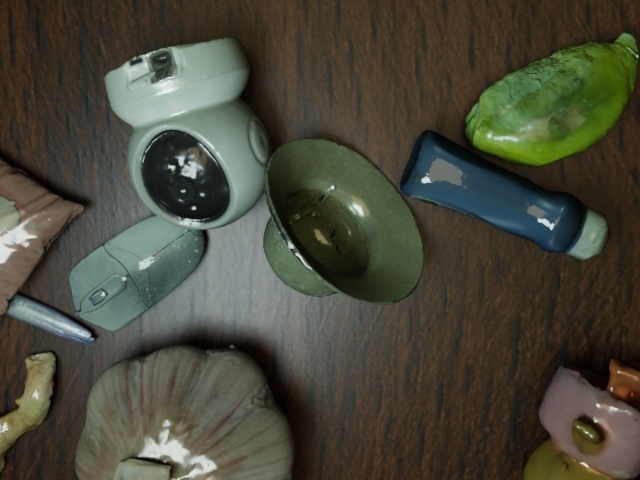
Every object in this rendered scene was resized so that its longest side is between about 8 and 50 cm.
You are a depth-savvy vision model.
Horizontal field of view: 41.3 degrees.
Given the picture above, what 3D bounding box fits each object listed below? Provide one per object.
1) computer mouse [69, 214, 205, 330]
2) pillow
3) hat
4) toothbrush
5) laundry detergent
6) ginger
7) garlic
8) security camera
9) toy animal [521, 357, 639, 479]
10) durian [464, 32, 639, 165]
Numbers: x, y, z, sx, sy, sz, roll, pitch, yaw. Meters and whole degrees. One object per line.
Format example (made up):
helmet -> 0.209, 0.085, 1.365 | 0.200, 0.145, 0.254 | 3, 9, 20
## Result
computer mouse -> -0.265, 0.044, 1.191 | 0.229, 0.068, 0.113 | -36, 92, 6
pillow -> -0.483, -0.023, 1.179 | 0.236, 0.084, 0.223 | 34, 84, -2
hat -> 0.000, 0.000, 1.127 | 0.257, 0.257, 0.130 | 48, 128, -3
toothbrush -> -0.516, 0.064, 1.223 | 0.413, 0.042, 0.035 | 23, 97, -2
laundry detergent -> 0.253, -0.053, 1.120 | 0.290, 0.143, 0.094 | 21, 95, -3
ginger -> -0.468, 0.286, 1.227 | 0.089, 0.075, 0.288 | 29, 97, -42
garlic -> -0.179, 0.295, 1.148 | 0.322, 0.241, 0.322 | -5, 107, -16
security camera -> -0.162, -0.132, 1.112 | 0.194, 0.194, 0.236 | -14, 101, 4
toy animal -> 0.363, 0.288, 1.144 | 0.169, 0.195, 0.281 | 16, 94, 41
durian -> 0.314, -0.177, 1.119 | 0.250, 0.101, 0.139 | -20, 94, 5
